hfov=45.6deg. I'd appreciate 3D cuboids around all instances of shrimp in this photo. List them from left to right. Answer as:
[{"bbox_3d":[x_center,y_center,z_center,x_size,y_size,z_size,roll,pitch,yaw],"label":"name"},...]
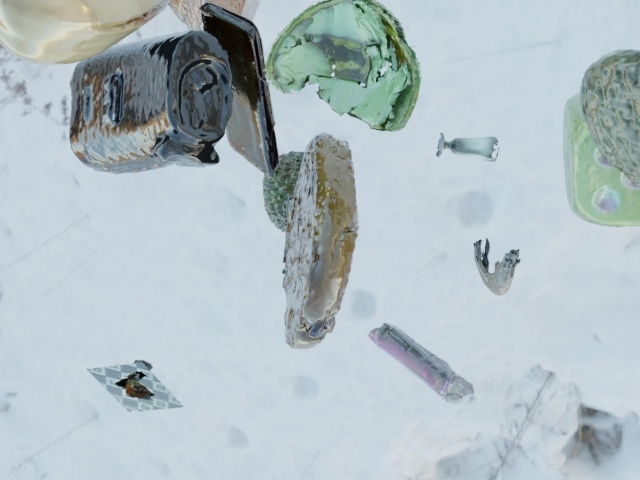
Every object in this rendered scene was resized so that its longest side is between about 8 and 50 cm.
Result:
[{"bbox_3d":[0.452,0.050,1.957,0.219,0.046,0.152,100,146,-61],"label":"shrimp"}]

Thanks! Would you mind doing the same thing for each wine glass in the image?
[{"bbox_3d":[0.388,-0.246,2.017,0.155,0.072,0.072,4,127,-4],"label":"wine glass"}]

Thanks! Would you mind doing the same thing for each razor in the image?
[{"bbox_3d":[-0.241,-0.187,1.057,0.326,0.107,0.189,6,94,49],"label":"razor"}]

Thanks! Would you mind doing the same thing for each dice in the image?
[{"bbox_3d":[0.660,-0.190,1.646,0.249,0.252,0.255,-2,120,14],"label":"dice"}]

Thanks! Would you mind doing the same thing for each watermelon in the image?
[{"bbox_3d":[-0.230,-0.623,1.998,0.293,0.250,0.283,63,157,-10],"label":"watermelon"}]

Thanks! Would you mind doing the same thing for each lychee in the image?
[{"bbox_3d":[-0.023,-0.086,1.369,0.171,0.171,0.171,14,127,19],"label":"lychee"}]

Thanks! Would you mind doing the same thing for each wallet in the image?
[{"bbox_3d":[-0.105,-0.204,1.049,0.122,0.031,0.232,36,147,36],"label":"wallet"}]

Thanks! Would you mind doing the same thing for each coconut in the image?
[{"bbox_3d":[0.032,-0.168,0.716,0.158,0.055,0.133,37,124,14],"label":"coconut"}]

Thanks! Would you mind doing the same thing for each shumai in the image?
[{"bbox_3d":[0.678,-0.251,1.369,0.330,0.288,0.292,61,157,-11],"label":"shumai"}]

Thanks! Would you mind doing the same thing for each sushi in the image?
[{"bbox_3d":[-0.293,0.229,1.228,0.120,0.026,0.126,-10,131,26],"label":"sushi"}]

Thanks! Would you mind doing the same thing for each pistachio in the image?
[{"bbox_3d":[-0.289,-0.324,0.936,0.213,0.318,0.194,28,126,7],"label":"pistachio"}]

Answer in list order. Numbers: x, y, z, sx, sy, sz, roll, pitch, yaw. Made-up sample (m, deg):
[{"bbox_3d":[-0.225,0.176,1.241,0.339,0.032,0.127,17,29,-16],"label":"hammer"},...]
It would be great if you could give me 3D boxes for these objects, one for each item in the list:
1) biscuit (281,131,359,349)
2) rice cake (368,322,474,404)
[{"bbox_3d":[0.002,0.000,1.013,0.075,0.296,0.296,6,129,-10],"label":"biscuit"},{"bbox_3d":[0.155,0.191,1.223,0.055,0.049,0.270,41,176,-27],"label":"rice cake"}]
